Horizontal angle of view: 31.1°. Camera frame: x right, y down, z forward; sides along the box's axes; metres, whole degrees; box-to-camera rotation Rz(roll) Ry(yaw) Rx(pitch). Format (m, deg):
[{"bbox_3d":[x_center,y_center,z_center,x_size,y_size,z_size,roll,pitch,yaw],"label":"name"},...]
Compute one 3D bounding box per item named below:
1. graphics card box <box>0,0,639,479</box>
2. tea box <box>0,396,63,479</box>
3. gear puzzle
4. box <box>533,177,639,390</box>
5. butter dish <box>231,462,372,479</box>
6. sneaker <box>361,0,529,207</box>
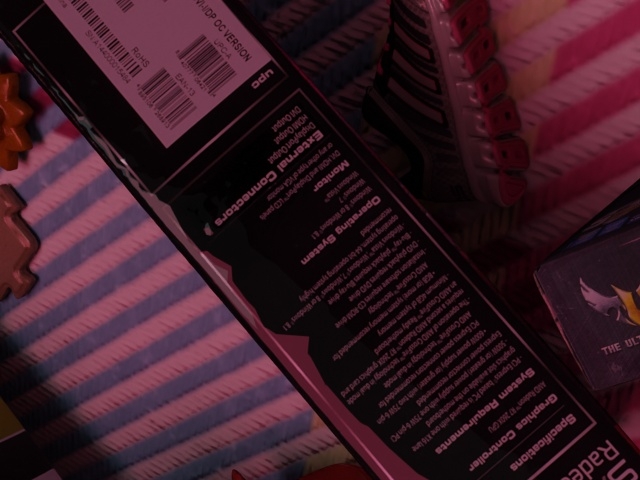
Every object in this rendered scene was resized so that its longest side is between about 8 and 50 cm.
[{"bbox_3d":[0.000,0.000,0.560,0.094,0.233,0.371,-42,81,2],"label":"graphics card box"},{"bbox_3d":[-0.383,0.228,0.839,0.323,0.220,0.329,49,124,13],"label":"tea box"},{"bbox_3d":[-0.299,-0.004,0.871,0.175,0.044,0.339,49,126,9],"label":"gear puzzle"},{"bbox_3d":[0.218,-0.032,0.434,0.233,0.183,0.059,-25,92,38],"label":"box"},{"bbox_3d":[0.034,0.192,0.688,0.160,0.118,0.160,60,168,-7],"label":"butter dish"},{"bbox_3d":[0.050,-0.093,0.597,0.075,0.063,0.170,-11,106,29],"label":"sneaker"}]
